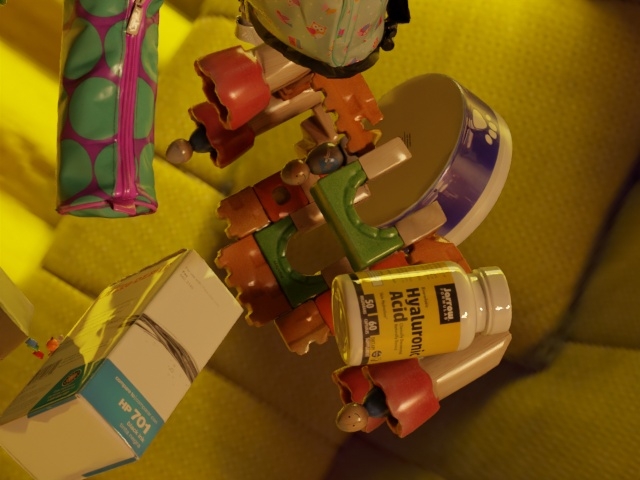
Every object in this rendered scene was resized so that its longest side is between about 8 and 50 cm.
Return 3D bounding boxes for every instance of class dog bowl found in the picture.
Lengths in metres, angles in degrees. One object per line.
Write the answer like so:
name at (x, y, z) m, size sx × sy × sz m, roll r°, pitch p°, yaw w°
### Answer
dog bowl at (0.140, -0.104, 1.864) m, size 0.265 × 0.104 × 0.265 m, roll -33°, pitch 39°, yaw 31°

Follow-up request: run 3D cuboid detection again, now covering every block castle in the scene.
block castle at (0.000, 0.000, 1.481) m, size 0.213 × 0.453 × 0.303 m, roll -29°, pitch -3°, yaw -10°

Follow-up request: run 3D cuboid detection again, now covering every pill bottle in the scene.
pill bottle at (0.070, 0.048, 0.902) m, size 0.065 × 0.116 × 0.065 m, roll 172°, pitch 90°, yaw -80°

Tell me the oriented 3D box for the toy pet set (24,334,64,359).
toy pet set at (-0.290, 0.130, 1.580) m, size 0.065 × 0.114 × 0.122 m, roll -61°, pitch 2°, yaw -14°

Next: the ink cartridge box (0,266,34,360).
ink cartridge box at (-0.433, 0.129, 1.297) m, size 0.289 × 0.121 × 0.211 m, roll -40°, pitch 12°, yaw -5°

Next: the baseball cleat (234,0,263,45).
baseball cleat at (-0.085, -0.311, 1.650) m, size 0.109 × 0.206 × 0.072 m, roll -47°, pitch 47°, yaw 6°

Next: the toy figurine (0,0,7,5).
toy figurine at (-0.168, -0.244, 0.953) m, size 0.173 × 0.159 × 0.130 m, roll 106°, pitch 153°, yaw -65°

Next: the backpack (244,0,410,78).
backpack at (0.004, -0.232, 1.126) m, size 0.115 × 0.152 × 0.182 m, roll -54°, pitch -9°, yaw -31°

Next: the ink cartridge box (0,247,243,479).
ink cartridge box at (-0.172, 0.109, 1.114) m, size 0.140 × 0.082 × 0.190 m, roll -24°, pitch 21°, yaw 42°

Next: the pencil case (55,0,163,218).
pencil case at (-0.130, -0.089, 0.805) m, size 0.070 × 0.064 × 0.151 m, roll -6°, pitch 82°, yaw 56°
